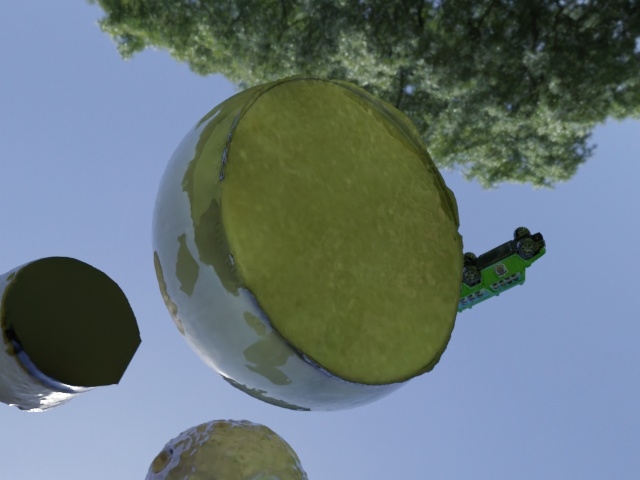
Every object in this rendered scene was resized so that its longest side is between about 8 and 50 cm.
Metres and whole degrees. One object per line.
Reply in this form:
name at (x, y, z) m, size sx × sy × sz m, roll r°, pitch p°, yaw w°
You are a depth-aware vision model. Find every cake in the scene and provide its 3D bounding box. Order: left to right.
cake at (-0.373, 0.137, 0.775) m, size 0.207 × 0.178 × 0.185 m, roll 58°, pitch -154°, yaw 7°

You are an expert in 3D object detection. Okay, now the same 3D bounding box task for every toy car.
toy car at (0.250, 0.043, 0.843) m, size 0.062 × 0.165 × 0.071 m, roll 57°, pitch -161°, yaw -10°

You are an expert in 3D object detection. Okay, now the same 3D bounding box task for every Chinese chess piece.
Chinese chess piece at (0.000, 0.000, 0.596) m, size 0.338 × 0.141 × 0.337 m, roll 15°, pitch -115°, yaw -35°

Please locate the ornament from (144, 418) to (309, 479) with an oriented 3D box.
ornament at (-0.145, 0.397, 0.879) m, size 0.260 × 0.225 × 0.259 m, roll 5°, pitch -98°, yaw -38°
